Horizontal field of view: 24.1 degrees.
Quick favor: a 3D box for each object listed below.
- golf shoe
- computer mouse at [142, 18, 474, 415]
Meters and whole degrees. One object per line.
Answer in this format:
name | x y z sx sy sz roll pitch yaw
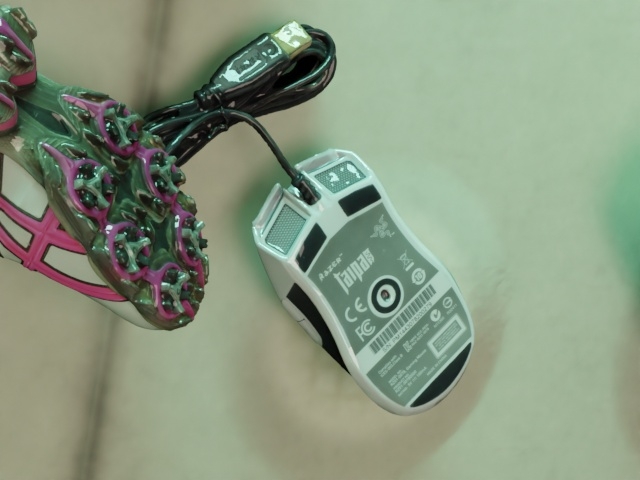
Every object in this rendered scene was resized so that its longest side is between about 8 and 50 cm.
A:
golf shoe | -0.117 -0.029 0.571 0.186 0.086 0.067 48 41 -30
computer mouse | 0.000 0.000 0.668 0.106 0.042 0.193 -43 116 -20
